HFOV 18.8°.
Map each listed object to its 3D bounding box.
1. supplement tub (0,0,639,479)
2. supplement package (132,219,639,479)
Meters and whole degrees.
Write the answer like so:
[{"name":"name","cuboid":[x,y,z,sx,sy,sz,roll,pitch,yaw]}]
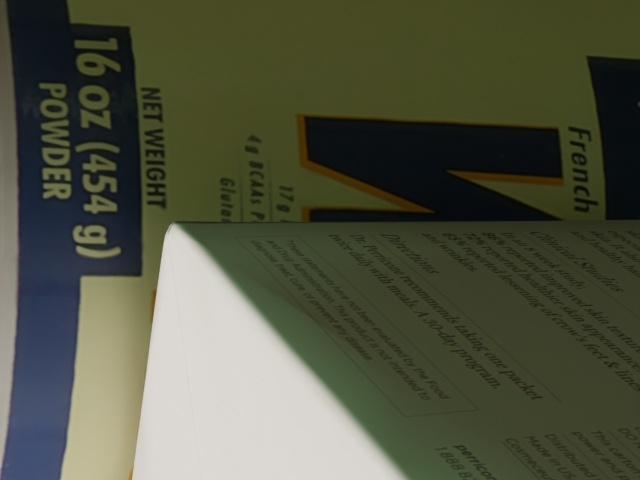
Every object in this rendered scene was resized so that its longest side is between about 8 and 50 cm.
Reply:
[{"name":"supplement tub","cuboid":[0.000,0.000,0.563,0.235,0.324,0.235,180,90,-65]},{"name":"supplement package","cuboid":[0.109,0.120,0.408,0.199,0.262,0.198,-135,50,-56]}]
